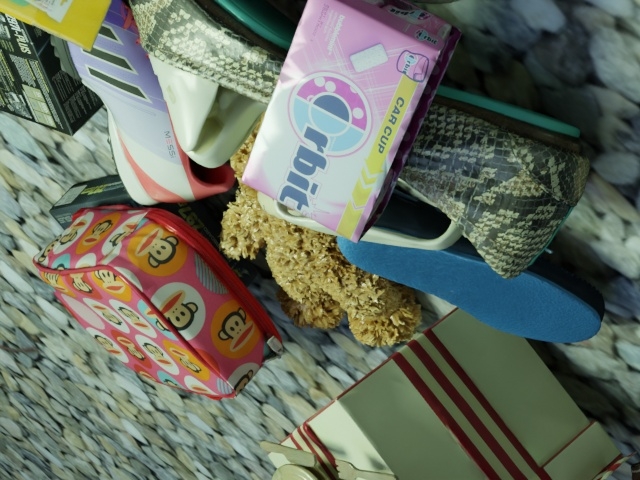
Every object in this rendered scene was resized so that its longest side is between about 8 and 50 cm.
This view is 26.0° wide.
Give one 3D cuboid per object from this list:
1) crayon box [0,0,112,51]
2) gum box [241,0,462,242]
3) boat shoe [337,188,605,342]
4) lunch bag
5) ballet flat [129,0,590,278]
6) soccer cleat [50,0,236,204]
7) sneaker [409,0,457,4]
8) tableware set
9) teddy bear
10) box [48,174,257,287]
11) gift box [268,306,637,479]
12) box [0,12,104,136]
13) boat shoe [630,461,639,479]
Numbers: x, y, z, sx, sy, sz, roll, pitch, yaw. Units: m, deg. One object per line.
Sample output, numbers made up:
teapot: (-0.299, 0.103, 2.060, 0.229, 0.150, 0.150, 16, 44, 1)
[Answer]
crayon box: (-0.301, -0.323, 1.176, 0.323, 0.083, 0.203, 25, 109, -7)
gum box: (0.024, -0.107, 1.065, 0.107, 0.062, 0.188, 28, 122, 9)
boat shoe: (0.148, 0.008, 1.275, 0.258, 0.089, 0.109, 26, 139, -8)
lunch bag: (-0.179, 0.084, 1.573, 0.258, 0.120, 0.293, 52, 156, -24)
ballet flat: (-0.013, -0.109, 1.191, 0.483, 0.182, 0.164, 29, -169, 16)
soccer cleat: (-0.181, -0.166, 1.421, 0.117, 0.108, 0.318, -1, 133, 21)
sneaker: (0.027, -0.237, 1.103, 0.237, 0.085, 0.086, 11, 117, 41)
tableware set: (0.029, 0.259, 1.330, 0.194, 0.039, 0.128, 5, 112, 46)
teddy bear: (0.000, 0.000, 1.415, 0.245, 0.113, 0.338, 29, 149, 14)
box: (-0.209, 0.002, 1.703, 0.233, 0.059, 0.183, -6, 129, 51)
gift box: (0.148, 0.223, 1.422, 0.258, 0.276, 0.255, 54, 155, 7)
box: (-0.327, -0.220, 1.514, 0.147, 0.077, 0.180, 20, 145, 31)
boat shoe: (0.374, 0.174, 1.247, 0.324, 0.123, 0.119, 133, 119, -67)
